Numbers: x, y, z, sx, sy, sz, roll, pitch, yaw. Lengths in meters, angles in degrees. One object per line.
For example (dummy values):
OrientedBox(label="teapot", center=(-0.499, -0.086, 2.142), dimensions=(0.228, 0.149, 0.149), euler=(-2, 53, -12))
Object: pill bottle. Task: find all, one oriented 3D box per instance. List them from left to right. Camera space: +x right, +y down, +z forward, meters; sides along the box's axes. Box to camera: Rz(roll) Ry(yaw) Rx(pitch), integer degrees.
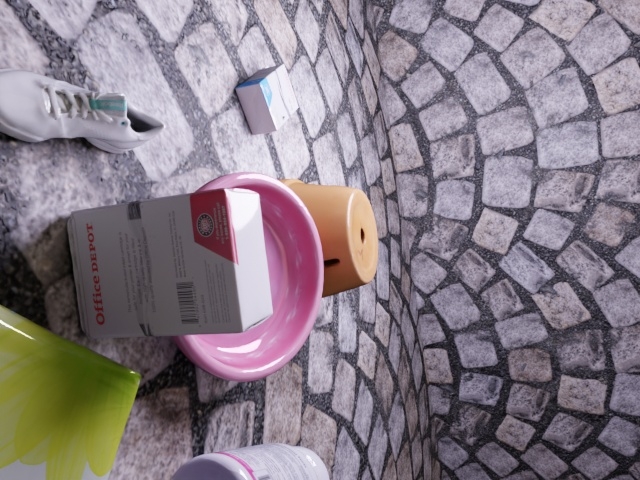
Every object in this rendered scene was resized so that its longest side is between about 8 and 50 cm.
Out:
OrientedBox(label="pill bottle", center=(-0.098, 0.408, 0.744), dimensions=(0.283, 0.160, 0.160), euler=(37, 52, -60))

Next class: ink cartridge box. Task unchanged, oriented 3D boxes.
OrientedBox(label="ink cartridge box", center=(-0.179, 0.030, 0.569), dimensions=(0.092, 0.218, 0.158), euler=(-12, 96, -72))
OrientedBox(label="ink cartridge box", center=(-0.105, -0.313, 1.025), dimensions=(0.180, 0.060, 0.104), euler=(-64, 141, -51))

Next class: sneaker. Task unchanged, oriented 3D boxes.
OrientedBox(label="sneaker", center=(-0.273, -0.153, 0.549), dimensions=(0.212, 0.094, 0.080), euler=(-6, 92, -67))

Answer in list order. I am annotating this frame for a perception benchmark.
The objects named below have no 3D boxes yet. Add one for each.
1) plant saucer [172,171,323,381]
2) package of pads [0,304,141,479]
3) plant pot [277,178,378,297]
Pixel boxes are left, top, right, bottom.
OrientedBox(label="plant saucer", center=(-0.126, 0.057, 0.779), dimensions=(0.332, 0.084, 0.332), euler=(3, 86, -50))
OrientedBox(label="package of pads", center=(-0.303, 0.170, 0.393), dimensions=(0.296, 0.101, 0.229), euler=(54, 38, -51))
OrientedBox(label="plant pot", center=(0.000, 0.000, 1.019), dimensions=(0.291, 0.204, 0.290), euler=(-6, 90, -68))
